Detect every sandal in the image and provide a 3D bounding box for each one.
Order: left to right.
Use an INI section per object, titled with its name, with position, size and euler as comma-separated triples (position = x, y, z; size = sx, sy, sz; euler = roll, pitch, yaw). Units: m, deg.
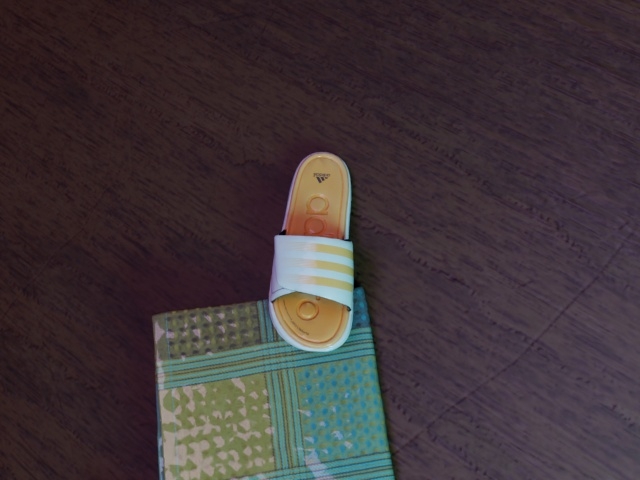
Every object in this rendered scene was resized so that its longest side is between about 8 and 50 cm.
[sandal]
position = -0.011, -0.001, 1.130
size = 0.102, 0.076, 0.265
euler = 1, 66, 3

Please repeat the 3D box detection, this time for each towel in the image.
[towel]
position = -0.054, 0.249, 1.105
size = 0.272, 0.040, 0.370
euler = -7, 73, -2
